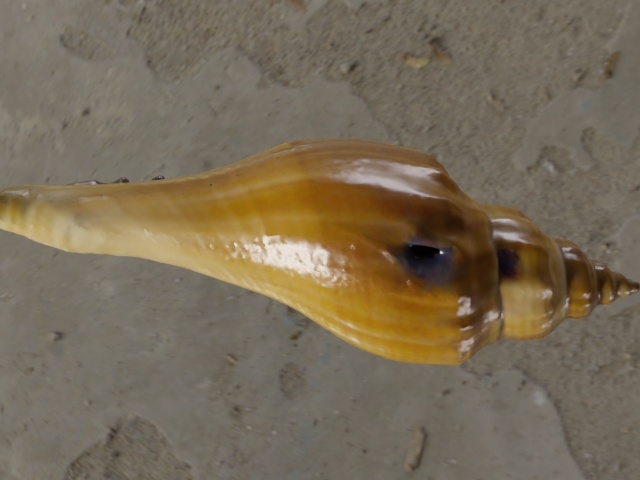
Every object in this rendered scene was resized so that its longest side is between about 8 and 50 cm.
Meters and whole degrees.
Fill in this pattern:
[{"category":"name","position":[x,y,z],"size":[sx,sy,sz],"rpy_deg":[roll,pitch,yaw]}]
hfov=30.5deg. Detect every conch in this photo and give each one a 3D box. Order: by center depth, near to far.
[{"category":"conch","position":[0.001,0.000,0.583],"size":[0.330,0.093,0.109],"rpy_deg":[9,92,-10]}]
